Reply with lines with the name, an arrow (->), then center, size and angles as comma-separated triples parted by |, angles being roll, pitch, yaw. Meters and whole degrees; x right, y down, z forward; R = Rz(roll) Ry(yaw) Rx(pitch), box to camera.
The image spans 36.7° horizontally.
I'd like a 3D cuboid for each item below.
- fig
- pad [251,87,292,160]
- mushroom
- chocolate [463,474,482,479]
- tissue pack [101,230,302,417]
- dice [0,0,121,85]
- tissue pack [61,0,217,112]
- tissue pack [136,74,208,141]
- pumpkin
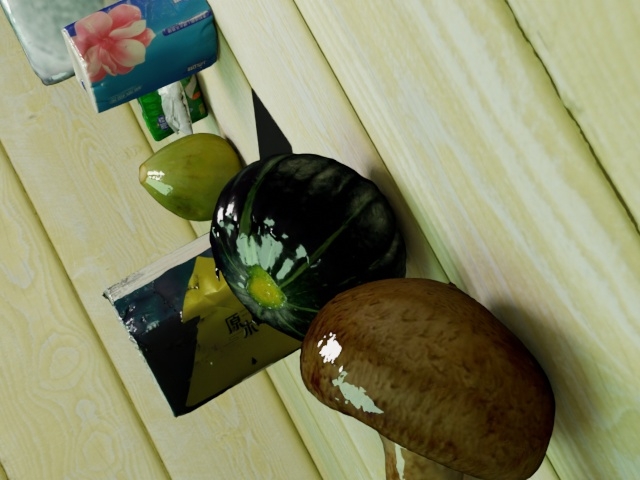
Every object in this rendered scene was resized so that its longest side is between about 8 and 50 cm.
fig -> -0.294, -0.139, 2.238 | 0.207, 0.230, 0.207 | 57, 166, 23
pad -> -0.086, -0.161, 1.865 | 0.159, 0.009, 0.265 | 57, 165, 27
mushroom -> 0.116, 0.226, 1.138 | 0.334, 0.356, 0.331 | 23, -165, 4
chocolate -> 0.206, 0.366, 1.591 | 0.157, 0.080, 0.254 | 66, 168, -14
tissue pack -> -0.202, 0.138, 2.002 | 0.253, 0.416, 0.264 | 48, 161, 50
dice -> -0.564, -0.571, 2.206 | 0.348, 0.330, 0.328 | 69, 168, -18
tissue pack -> -0.340, -0.370, 1.857 | 0.137, 0.269, 0.209 | 58, 164, 14
tissue pack -> -0.355, -0.346, 2.251 | 0.156, 0.148, 0.209 | 53, 164, 39
pumpkin -> 0.000, 0.000, 1.396 | 0.296, 0.295, 0.296 | 58, 167, 22
